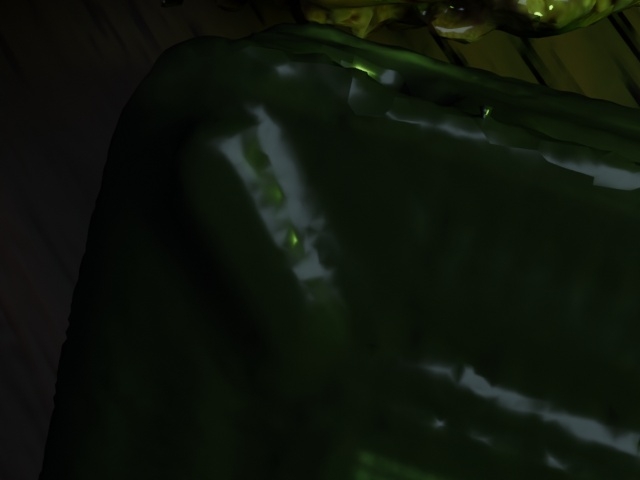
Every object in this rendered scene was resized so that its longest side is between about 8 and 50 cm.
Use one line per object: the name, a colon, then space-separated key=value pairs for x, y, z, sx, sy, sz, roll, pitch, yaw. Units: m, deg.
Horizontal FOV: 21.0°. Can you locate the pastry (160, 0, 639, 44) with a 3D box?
pastry: x=0.031 y=-0.143 z=0.550 sx=0.274 sy=0.275 sz=0.193 roll=-14 pitch=79 yaw=9

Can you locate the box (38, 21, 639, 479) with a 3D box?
box: x=0.074 y=0.135 z=0.500 sx=0.359 sy=0.091 sz=0.350 roll=18 pitch=107 yaw=17
